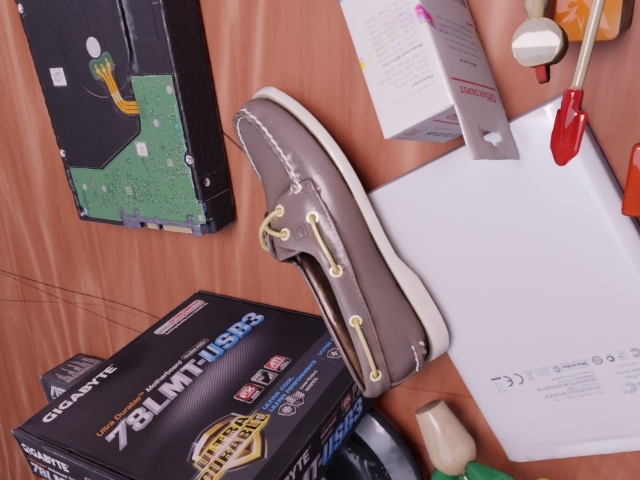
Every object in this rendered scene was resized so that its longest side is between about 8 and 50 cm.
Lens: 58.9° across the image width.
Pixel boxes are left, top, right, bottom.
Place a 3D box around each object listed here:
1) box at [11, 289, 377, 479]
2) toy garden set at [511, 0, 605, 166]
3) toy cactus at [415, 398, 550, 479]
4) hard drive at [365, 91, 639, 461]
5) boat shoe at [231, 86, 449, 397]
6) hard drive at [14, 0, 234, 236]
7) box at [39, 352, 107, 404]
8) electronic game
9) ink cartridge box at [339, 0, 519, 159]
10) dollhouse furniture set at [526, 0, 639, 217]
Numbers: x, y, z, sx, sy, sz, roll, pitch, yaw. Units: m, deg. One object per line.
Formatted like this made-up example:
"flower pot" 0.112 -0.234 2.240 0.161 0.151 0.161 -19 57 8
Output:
"box" -0.114 0.173 0.621 0.294 0.295 0.073 9 119 30
"toy garden set" 0.188 -0.150 0.292 0.204 0.049 0.244 2 104 29
"toy cactus" 0.165 0.249 0.586 0.180 0.112 0.219 62 169 6
"hard drive" 0.199 0.055 0.524 0.210 0.040 0.318 -25 98 39
"boat shoe" 0.000 0.000 0.563 0.324 0.097 0.116 58 161 -1
"hard drive" -0.232 -0.178 0.670 0.237 0.064 0.338 7 115 30
"box" -0.272 0.371 0.950 0.395 0.097 0.318 4 112 32
"electronic game" 0.037 0.283 0.729 0.229 0.048 0.229 24 128 34
"ink cartridge box" 0.082 -0.136 0.434 0.062 0.104 0.181 -22 83 37
"dollhouse furniture set" 0.257 -0.129 0.335 0.262 0.135 0.259 10 118 29
